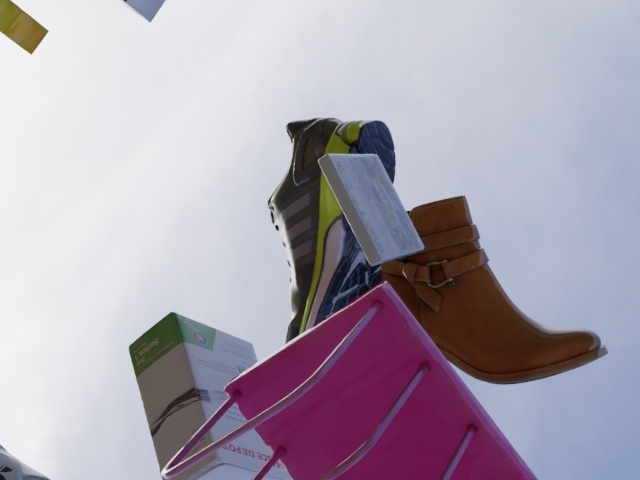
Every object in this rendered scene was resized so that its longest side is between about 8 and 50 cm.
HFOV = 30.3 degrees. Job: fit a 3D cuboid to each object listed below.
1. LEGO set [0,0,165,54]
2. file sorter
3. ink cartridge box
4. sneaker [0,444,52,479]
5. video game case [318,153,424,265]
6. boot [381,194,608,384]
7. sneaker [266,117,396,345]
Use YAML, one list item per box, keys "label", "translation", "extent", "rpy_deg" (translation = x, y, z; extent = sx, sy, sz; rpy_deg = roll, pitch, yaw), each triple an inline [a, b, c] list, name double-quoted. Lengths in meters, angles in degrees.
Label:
- label: "LEGO set"
  translation: [-0.213, -0.180, 0.685]
  extent: [0.227, 0.093, 0.087]
  rpy_deg: [34, -92, 13]
- label: "file sorter"
  translation: [0.039, 0.229, 0.992]
  extent: [0.202, 0.291, 0.182]
  rpy_deg: [-35, -175, 32]
- label: "ink cartridge box"
  translation: [-0.135, 0.217, 1.470]
  extent: [0.092, 0.160, 0.219]
  rpy_deg: [-37, -128, 21]
- label: "sneaker"
  translation: [-0.334, 0.291, 1.051]
  extent: [0.210, 0.366, 0.137]
  rpy_deg: [34, -140, 11]
- label: "video game case"
  translation: [0.041, -0.026, 0.901]
  extent: [0.011, 0.122, 0.087]
  rpy_deg: [-29, -96, 19]
- label: "boot"
  translation: [0.185, 0.056, 1.383]
  extent: [0.283, 0.109, 0.220]
  rpy_deg: [-6, -93, 29]
- label: "sneaker"
  translation: [0.000, 0.000, 1.323]
  extent: [0.121, 0.111, 0.300]
  rpy_deg: [23, -71, 38]
